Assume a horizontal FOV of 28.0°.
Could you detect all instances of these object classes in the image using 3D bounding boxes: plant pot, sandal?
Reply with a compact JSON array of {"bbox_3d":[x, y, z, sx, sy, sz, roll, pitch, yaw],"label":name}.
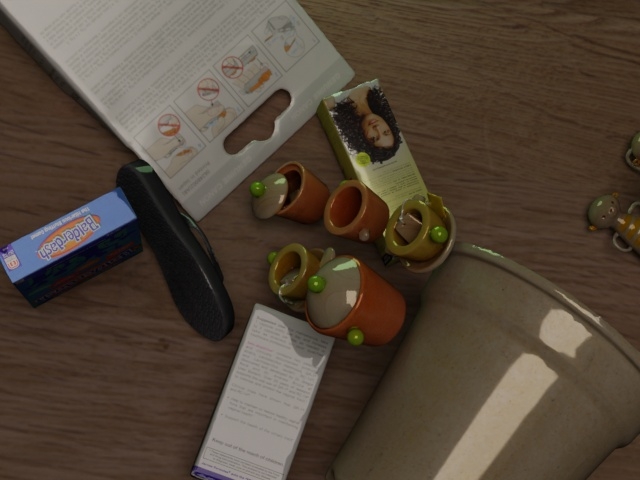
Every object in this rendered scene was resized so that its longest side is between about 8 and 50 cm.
[{"bbox_3d":[0.180,0.223,1.493,0.334,0.334,0.305,38,77,2],"label":"plant pot"},{"bbox_3d":[-0.171,0.006,1.629,0.054,0.097,0.254,-24,82,-37],"label":"sandal"}]

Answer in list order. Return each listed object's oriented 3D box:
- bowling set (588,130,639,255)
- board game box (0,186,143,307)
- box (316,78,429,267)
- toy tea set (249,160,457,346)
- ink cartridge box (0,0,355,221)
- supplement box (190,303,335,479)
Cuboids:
[{"bbox_3d":[0.492,-0.112,1.667,0.154,0.200,0.287,33,74,3],"label":"bowling set"},{"bbox_3d":[-0.297,0.013,1.550,0.160,0.210,0.047,-29,84,-10],"label":"board game box"},{"bbox_3d":[0.079,-0.088,1.683,0.087,0.058,0.232,-23,82,-14],"label":"box"},{"bbox_3d":[0.000,0.000,1.540,0.124,0.336,0.200,27,86,-38],"label":"toy tea set"},{"bbox_3d":[-0.189,-0.265,1.700,0.308,0.091,0.385,-44,103,-12],"label":"ink cartridge box"},{"bbox_3d":[-0.071,0.203,1.585,0.114,0.111,0.220,19,78,-2],"label":"supplement box"}]
